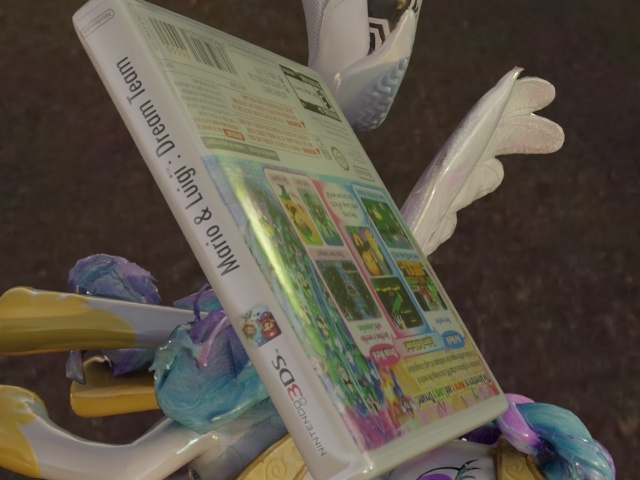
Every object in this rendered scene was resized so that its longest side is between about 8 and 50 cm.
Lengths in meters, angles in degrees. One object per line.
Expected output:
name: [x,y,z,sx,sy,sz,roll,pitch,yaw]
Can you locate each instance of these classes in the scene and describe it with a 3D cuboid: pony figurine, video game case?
pony figurine: [0.001,0.086,0.703,0.364,0.302,0.351,1,22,21]
video game case: [0.000,0.000,0.394,0.019,0.143,0.157,-32,-12,17]

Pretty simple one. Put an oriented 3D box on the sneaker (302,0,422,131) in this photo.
sneaker: [-0.036,-0.252,0.816,0.210,0.365,0.137,2,-1,2]
